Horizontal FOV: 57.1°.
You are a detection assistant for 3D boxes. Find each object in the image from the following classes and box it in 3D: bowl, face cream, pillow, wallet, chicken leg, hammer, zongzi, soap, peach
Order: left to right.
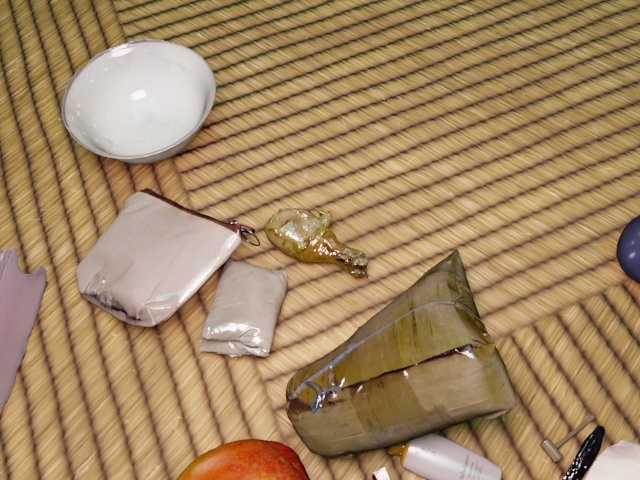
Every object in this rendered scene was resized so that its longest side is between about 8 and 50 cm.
[{"bbox_3d":[-0.571,0.199,1.004,0.302,0.159,0.258,-39,64,-15],"label":"soap"},{"bbox_3d":[-0.366,-0.264,1.253,0.312,0.146,0.314,0,63,0],"label":"bowl"},{"bbox_3d":[-0.310,0.028,1.115,0.335,0.068,0.275,21,61,33],"label":"wallet"},{"bbox_3d":[-0.138,0.122,1.081,0.134,0.078,0.182,7,54,7],"label":"pillow"},{"bbox_3d":[-0.107,0.399,0.851,0.230,0.231,0.231,-1,62,1],"label":"peach"},{"bbox_3d":[0.000,0.000,1.136,0.227,0.088,0.103,20,51,15],"label":"chicken leg"},{"bbox_3d":[0.114,0.179,1.023,0.355,0.174,0.393,-22,26,13],"label":"zongzi"},{"bbox_3d":[0.199,0.359,0.959,0.182,0.051,0.072,19,64,12],"label":"face cream"},{"bbox_3d":[0.421,0.326,0.990,0.110,0.019,0.036,-30,65,-16],"label":"hammer"}]

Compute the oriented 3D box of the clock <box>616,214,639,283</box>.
[{"bbox_3d":[0.660,0.047,1.065,0.199,0.146,0.243,-41,75,-13],"label":"clock"}]

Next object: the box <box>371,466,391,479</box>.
[{"bbox_3d":[0.110,0.406,0.935,0.023,0.052,0.082,-23,63,-9],"label":"box"}]

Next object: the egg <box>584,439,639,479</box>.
[{"bbox_3d":[0.448,0.431,0.746,0.200,0.337,0.337,5,56,44],"label":"egg"}]

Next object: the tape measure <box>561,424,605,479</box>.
[{"bbox_3d":[0.284,0.423,0.828,0.097,0.215,0.351,28,67,15],"label":"tape measure"}]
